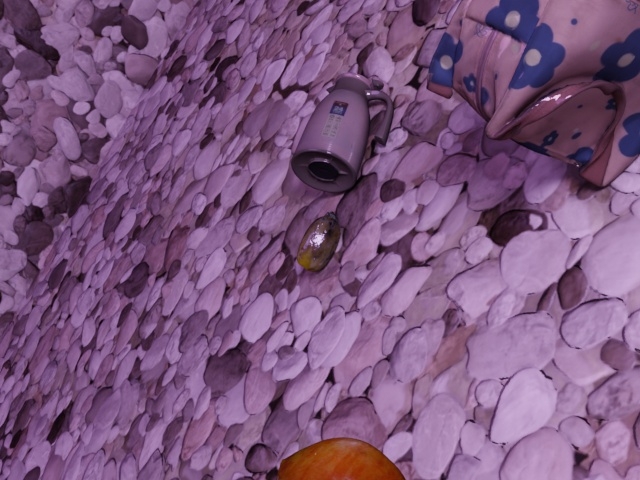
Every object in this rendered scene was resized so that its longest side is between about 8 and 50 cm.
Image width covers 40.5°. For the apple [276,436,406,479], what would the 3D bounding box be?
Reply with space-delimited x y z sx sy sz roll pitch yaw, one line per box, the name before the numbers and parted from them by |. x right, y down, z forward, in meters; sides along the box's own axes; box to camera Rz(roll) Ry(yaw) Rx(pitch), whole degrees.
apple | 0.019 0.305 0.893 0.160 0.195 0.173 -1 17 20

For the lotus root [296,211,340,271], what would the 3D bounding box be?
lotus root | 0.000 0.000 1.302 0.099 0.054 0.049 -63 22 -8

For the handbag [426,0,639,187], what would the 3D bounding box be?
handbag | 0.261 -0.184 0.929 0.193 0.252 0.190 -57 38 19

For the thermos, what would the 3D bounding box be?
thermos | 0.046 -0.180 1.372 0.137 0.105 0.193 3 55 26
